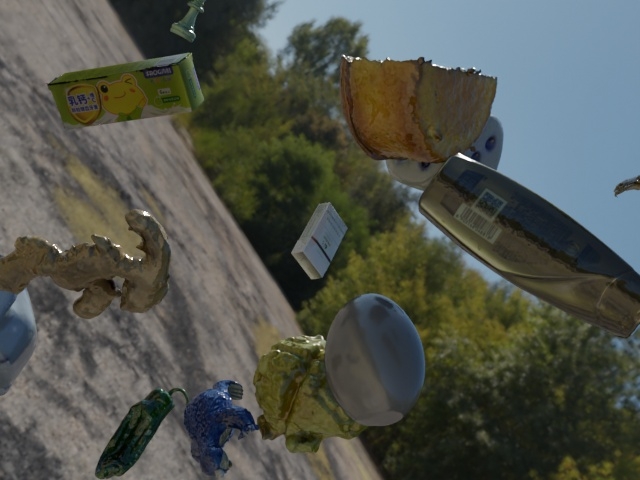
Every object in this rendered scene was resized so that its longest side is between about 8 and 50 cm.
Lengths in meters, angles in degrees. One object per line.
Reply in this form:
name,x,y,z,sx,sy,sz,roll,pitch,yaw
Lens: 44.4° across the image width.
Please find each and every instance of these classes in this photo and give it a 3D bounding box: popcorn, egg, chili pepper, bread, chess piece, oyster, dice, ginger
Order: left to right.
ginger,-0.313,0.048,1.035,0.065,0.258,0.149,-81,155,-62
chili pepper,-0.403,0.421,1.734,0.100,0.257,0.074,8,-36,42
chess piece,-0.209,-0.376,1.286,0.042,0.093,0.042,27,5,-3
popcorn,-0.018,0.332,1.701,0.224,0.270,0.258,-140,-147,-83
egg,0.092,0.202,1.366,0.176,0.176,0.232,61,15,-55
bread,0.176,-0.227,1.407,0.194,0.179,0.340,11,10,38
dice,0.267,-0.201,1.699,0.193,0.192,0.194,5,14,-41
oyster,0.612,-0.108,1.513,0.051,0.093,0.034,-24,100,-62

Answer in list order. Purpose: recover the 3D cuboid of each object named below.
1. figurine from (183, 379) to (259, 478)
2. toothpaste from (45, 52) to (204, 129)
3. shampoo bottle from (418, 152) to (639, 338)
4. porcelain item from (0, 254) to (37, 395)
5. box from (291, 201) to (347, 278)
figurine,-0.226,0.391,1.631,0.120,0.164,0.262,31,5,-20
toothpaste,-0.417,-0.320,1.688,0.077,0.327,0.110,-68,148,-56
shampoo bottle,0.308,0.009,1.117,0.350,0.126,0.084,35,-5,20
porcelain item,-0.658,0.165,1.474,0.405,0.242,0.179,122,-26,-58
box,0.000,0.000,1.706,0.040,0.154,0.084,-5,-48,37
